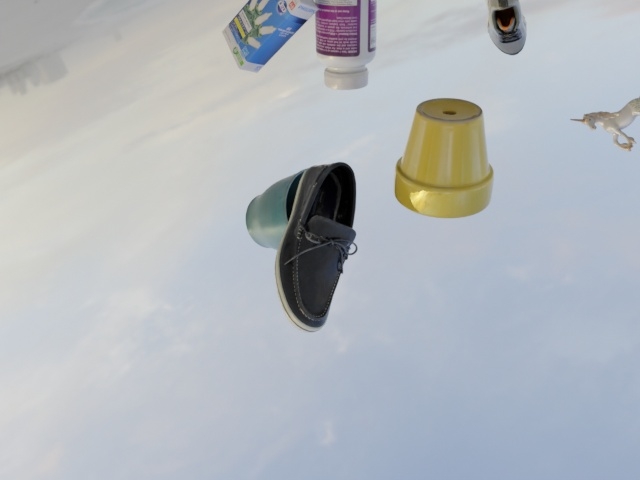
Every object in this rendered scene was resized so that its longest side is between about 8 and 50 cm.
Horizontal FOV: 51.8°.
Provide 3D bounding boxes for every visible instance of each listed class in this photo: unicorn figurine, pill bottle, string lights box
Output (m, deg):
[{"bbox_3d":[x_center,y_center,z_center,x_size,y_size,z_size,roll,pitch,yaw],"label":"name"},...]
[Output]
[{"bbox_3d":[0.603,-0.237,1.319,0.162,0.111,0.060,-34,162,12],"label":"unicorn figurine"},{"bbox_3d":[0.069,-0.572,1.788,0.169,0.301,0.169,-1,-152,0],"label":"pill bottle"},{"bbox_3d":[-0.137,-0.581,1.743,0.260,0.133,0.077,-37,160,35],"label":"string lights box"}]

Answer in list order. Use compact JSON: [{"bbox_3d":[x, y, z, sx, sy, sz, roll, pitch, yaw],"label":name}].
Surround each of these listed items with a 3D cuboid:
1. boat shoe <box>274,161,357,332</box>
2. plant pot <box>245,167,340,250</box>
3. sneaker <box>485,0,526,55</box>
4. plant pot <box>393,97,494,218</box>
[{"bbox_3d":[0.000,0.000,1.776,0.156,0.187,0.500,-23,-131,50],"label":"boat shoe"},{"bbox_3d":[-0.093,-0.074,2.098,0.255,0.271,0.271,-9,-154,46],"label":"plant pot"},{"bbox_3d":[0.469,-0.550,1.675,0.100,0.271,0.108,-9,-114,21],"label":"sneaker"},{"bbox_3d":[0.315,-0.219,1.658,0.254,0.239,0.254,0,-148,0],"label":"plant pot"}]
